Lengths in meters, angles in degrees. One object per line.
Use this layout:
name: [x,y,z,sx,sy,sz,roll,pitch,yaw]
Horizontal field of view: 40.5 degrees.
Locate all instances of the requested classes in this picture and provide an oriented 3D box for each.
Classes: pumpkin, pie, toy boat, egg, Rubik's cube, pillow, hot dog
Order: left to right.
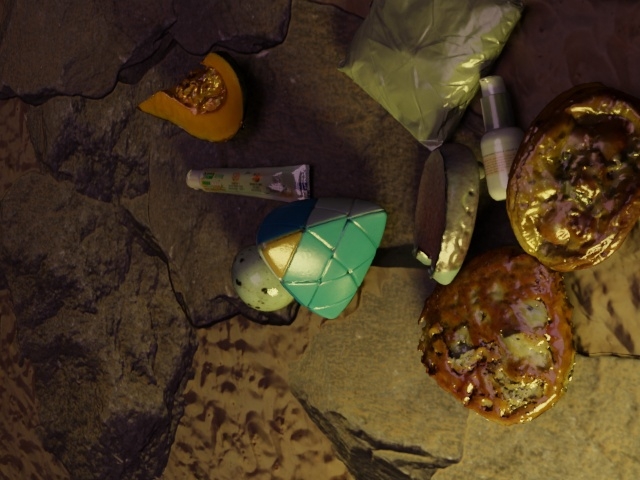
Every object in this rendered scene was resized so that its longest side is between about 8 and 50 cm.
pumpkin: [-0.228,-0.271,1.781,0.278,0.111,0.163,-24,95,37]
egg: [-0.110,0.068,1.693,0.164,0.131,0.131,42,122,57]
Rubik's cube: [0.000,0.000,1.531,0.254,0.254,0.255,5,98,39]
pillow: [0.168,-0.335,1.448,0.274,0.076,0.281,46,121,29]
toy boat: [0.216,-0.048,1.421,0.155,0.085,0.228,-115,29,-66]
pie: [0.288,0.157,1.391,0.308,0.085,0.308,4,96,38]
hot dog: [0.375,-0.089,1.241,0.196,0.122,0.272,32,100,22]

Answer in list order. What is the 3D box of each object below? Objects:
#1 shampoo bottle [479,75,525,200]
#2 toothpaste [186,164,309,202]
shampoo bottle: [0.287,-0.161,1.369,0.074,0.074,0.192,-13,85,40]
toothpaste: [-0.148,-0.119,1.751,0.314,0.058,0.056,6,55,35]
